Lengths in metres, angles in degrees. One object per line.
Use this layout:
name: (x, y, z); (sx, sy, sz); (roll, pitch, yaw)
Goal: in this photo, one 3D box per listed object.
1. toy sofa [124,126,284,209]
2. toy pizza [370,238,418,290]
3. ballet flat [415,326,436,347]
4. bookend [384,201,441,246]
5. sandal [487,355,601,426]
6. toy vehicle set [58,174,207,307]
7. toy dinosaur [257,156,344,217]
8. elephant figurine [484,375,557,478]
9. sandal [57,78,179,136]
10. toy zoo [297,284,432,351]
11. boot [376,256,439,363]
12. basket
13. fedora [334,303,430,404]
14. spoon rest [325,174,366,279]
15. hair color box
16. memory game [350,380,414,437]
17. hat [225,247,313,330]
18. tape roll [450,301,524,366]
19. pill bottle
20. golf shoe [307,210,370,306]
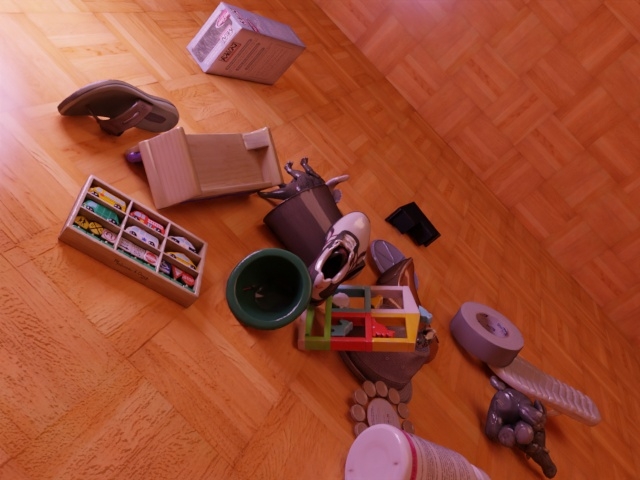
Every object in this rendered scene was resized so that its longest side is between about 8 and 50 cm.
toy sofa: (-0.256, -0.164, 1.450); (0.362, 0.177, 0.150); (-19, 93, -62)
toy pizza: (0.218, 0.082, 1.905); (0.201, 0.032, 0.201); (35, 30, -24)
ballet flat: (0.251, 0.224, 1.482); (0.041, 0.041, 0.114); (52, 22, 10)
bookend: (0.320, -0.045, 2.183); (0.157, 0.072, 0.156); (52, 28, 8)
sandal: (0.672, 0.476, 1.955); (0.416, 0.102, 0.169); (29, 24, -2)
toy vehicle set: (-0.339, 0.002, 1.188); (0.266, 0.035, 0.166); (33, 30, -26)
toy dinosaur: (-0.043, -0.140, 1.728); (0.160, 0.121, 0.313); (44, 19, 24)
elephant figurine: (0.551, 0.510, 1.720); (0.169, 0.186, 0.239); (13, -17, 45)
sandal: (-0.415, -0.270, 1.367); (0.302, 0.120, 0.086); (2, 65, -56)
toy zoo: (0.101, 0.170, 1.408); (0.293, 0.030, 0.192); (1, 35, 3)
boot: (0.254, 0.184, 1.729); (0.220, 0.109, 0.283); (51, 24, -11)
basket: (0.000, 0.000, 1.567); (0.204, 0.154, 0.227); (-26, 79, -40)
fedora: (0.164, 0.246, 1.499); (0.275, 0.124, 0.244); (37, 29, -20)
spoon rest: (0.058, -0.032, 1.695); (0.137, 0.084, 0.277); (-16, 99, -46)
hair color box: (-0.227, -0.617, 2.027); (0.114, 0.185, 0.374); (54, 27, 13)
memory game: (0.134, 0.387, 1.353); (0.186, 0.012, 0.186); (27, 45, -30)
hat: (-0.103, 0.124, 1.381); (0.173, 0.183, 0.208); (41, 69, 13)
tape roll: (0.511, 0.285, 1.948); (0.219, 0.072, 0.219); (21, 26, -11)
pill bottle: (0.197, 0.466, 1.210); (0.283, 0.160, 0.160); (30, 32, -31)
golf shoe: (0.052, 0.030, 1.428); (0.105, 0.120, 0.273); (37, 58, -5)
